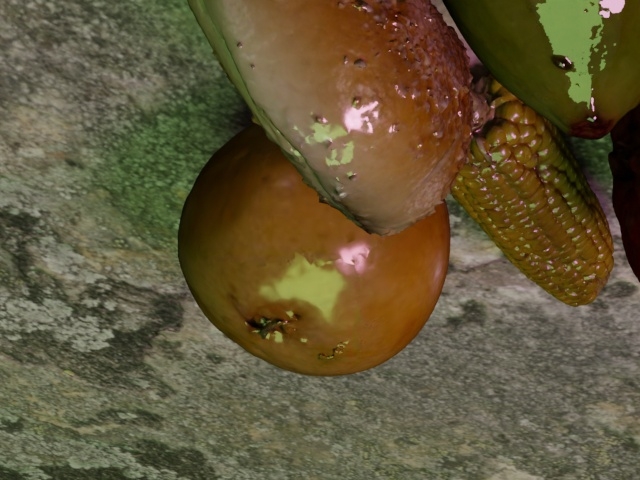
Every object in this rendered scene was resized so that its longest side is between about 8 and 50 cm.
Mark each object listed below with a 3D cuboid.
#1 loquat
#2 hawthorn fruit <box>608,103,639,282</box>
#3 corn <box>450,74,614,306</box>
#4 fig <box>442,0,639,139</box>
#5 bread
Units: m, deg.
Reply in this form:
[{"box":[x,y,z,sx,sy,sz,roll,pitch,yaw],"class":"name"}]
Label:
[{"box":[0.000,0.000,1.230,0.263,0.263,0.263,7,145,5],"class":"loquat"},{"box":[0.388,-0.064,1.046,0.307,0.265,0.265,0,144,4],"class":"hawthorn fruit"},{"box":[0.195,-0.044,1.239,0.119,0.119,0.322,-11,139,27],"class":"corn"},{"box":[0.183,-0.188,0.949,0.203,0.225,0.203,-4,165,-1],"class":"fig"},{"box":[0.014,-0.151,0.995,0.159,0.305,0.305,-32,134,6],"class":"bread"}]
